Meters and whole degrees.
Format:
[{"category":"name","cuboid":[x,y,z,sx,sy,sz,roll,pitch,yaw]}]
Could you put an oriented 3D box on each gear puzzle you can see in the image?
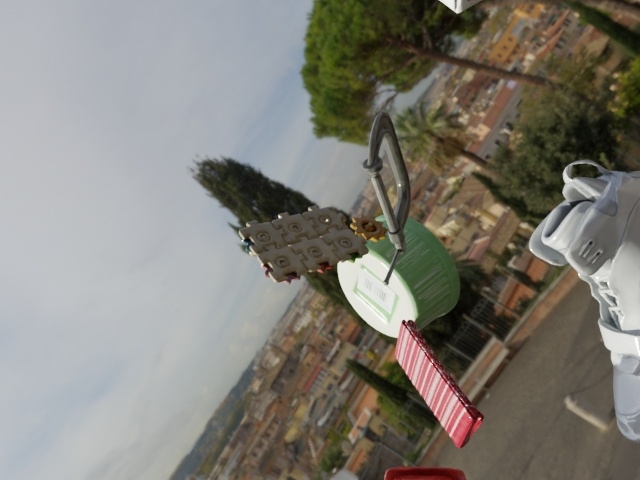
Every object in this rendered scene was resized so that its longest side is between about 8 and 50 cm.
[{"category":"gear puzzle","cuboid":[0.000,0.000,1.256,0.339,0.175,0.044,-16,-40,-33]}]

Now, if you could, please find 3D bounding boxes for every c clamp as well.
[{"category":"c clamp","cuboid":[0.078,-0.054,0.650,0.137,0.022,0.160,-62,-39,-43]}]

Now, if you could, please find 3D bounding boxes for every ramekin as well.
[{"category":"ramekin","cuboid":[0.184,0.098,1.474,0.148,0.303,0.303,-34,-13,-30]}]

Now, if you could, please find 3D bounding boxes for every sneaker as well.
[{"category":"sneaker","cuboid":[0.380,0.073,0.756,0.137,0.210,0.365,-113,33,-85]}]

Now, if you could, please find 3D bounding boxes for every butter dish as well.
[{"category":"butter dish","cuboid":[0.191,0.504,1.082,0.118,0.160,0.160,53,-145,-65]}]

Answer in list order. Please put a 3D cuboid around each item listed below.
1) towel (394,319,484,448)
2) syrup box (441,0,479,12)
[{"category":"towel","cuboid":[0.261,0.328,1.337,0.031,0.275,0.199,-24,-33,-16]},{"category":"syrup box","cuboid":[0.154,-0.264,0.397,0.237,0.093,0.096,-32,-31,-12]}]
